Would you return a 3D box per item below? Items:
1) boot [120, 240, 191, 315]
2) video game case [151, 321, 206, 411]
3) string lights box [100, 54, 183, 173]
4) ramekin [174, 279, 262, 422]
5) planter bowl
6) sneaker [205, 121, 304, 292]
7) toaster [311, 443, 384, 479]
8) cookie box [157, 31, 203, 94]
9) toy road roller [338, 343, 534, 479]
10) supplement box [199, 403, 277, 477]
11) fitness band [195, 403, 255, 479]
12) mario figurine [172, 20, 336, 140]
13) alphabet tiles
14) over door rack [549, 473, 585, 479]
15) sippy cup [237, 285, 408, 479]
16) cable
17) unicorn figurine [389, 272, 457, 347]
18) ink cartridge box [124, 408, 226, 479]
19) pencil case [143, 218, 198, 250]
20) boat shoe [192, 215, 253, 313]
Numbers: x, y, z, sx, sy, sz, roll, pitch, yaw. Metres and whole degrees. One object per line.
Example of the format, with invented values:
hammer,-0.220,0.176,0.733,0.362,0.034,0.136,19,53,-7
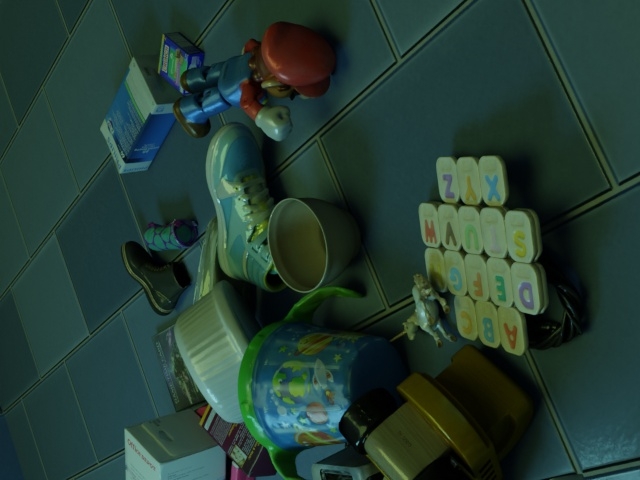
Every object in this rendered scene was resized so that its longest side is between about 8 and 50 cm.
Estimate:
boot,-0.374,0.059,2.076,0.198,0.076,0.137,53,134,8
video game case,-0.302,0.281,2.080,0.274,0.026,0.196,-31,76,52
string lights box,-0.401,-0.277,1.991,0.260,0.076,0.133,-47,63,47
ramekin,-0.168,0.219,1.690,0.273,0.127,0.273,60,180,0
planter bowl,0.000,0.000,1.539,0.162,0.109,0.162,18,113,48
sneaker,-0.104,-0.051,1.649,0.208,0.127,0.319,26,130,48
toaster,0.080,0.452,1.577,0.185,0.110,0.168,-12,90,53
cookie box,-0.290,-0.367,1.852,0.107,0.040,0.092,42,132,37
toy road roller,0.200,0.309,1.351,0.202,0.240,0.330,45,170,34
supplement box,-0.154,0.391,1.856,0.188,0.080,0.104,36,106,40
fitness band,-0.230,0.508,2.035,0.209,0.054,0.291,34,124,42
mario figurine,-0.098,-0.262,1.558,0.320,0.170,0.198,-11,92,38
alphabet tiles,0.223,0.018,1.274,0.284,0.021,0.278,-169,68,-66
over door rack,0.351,0.471,1.181,0.324,0.108,0.240,96,157,-55
sippy cup,0.017,0.247,1.518,0.224,0.240,0.306,-8,103,41
cable,0.288,0.082,1.250,0.184,0.047,0.151,42,131,35
unicorn figurine,0.166,0.118,1.401,0.111,0.060,0.162,-129,36,-52
ink cartridge box,-0.320,0.526,1.978,0.171,0.168,0.233,26,120,48
pencil case,-0.335,-0.013,1.999,0.151,0.064,0.070,-8,111,52
boat shoe,-0.208,0.111,1.842,0.103,0.118,0.321,32,121,54
